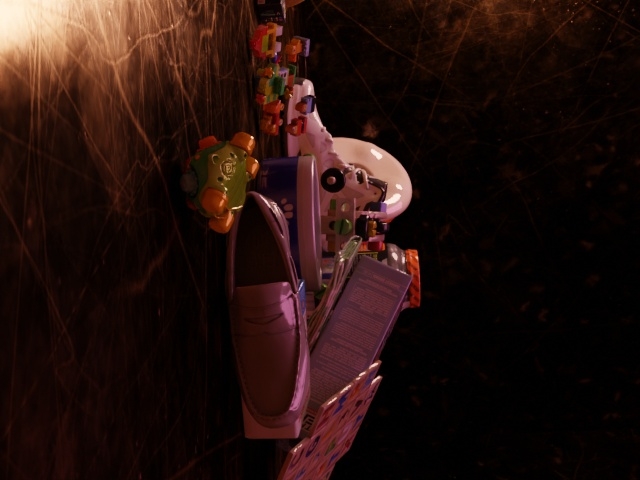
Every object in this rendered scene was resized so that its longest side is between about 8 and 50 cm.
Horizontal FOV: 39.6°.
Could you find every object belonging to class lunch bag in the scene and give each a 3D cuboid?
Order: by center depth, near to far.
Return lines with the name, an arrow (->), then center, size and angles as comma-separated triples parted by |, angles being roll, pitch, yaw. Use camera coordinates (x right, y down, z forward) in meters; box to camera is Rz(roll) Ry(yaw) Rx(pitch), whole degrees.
lunch bag -> -0.014, 0.091, 2.217 | 0.151, 0.129, 0.096 | 14, 73, -85

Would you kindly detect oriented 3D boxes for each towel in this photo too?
towel -> -0.006, 0.153, 1.744 | 0.248, 0.038, 0.324 | -45, 159, -78

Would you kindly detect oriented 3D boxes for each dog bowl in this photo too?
dog bowl -> -0.056, -0.031, 1.723 | 0.265, 0.104, 0.264 | -2, 90, -87

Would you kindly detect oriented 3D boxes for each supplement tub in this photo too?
supplement tub -> 0.104, 0.113, 2.483 | 0.207, 0.338, 0.207 | -2, 90, -87

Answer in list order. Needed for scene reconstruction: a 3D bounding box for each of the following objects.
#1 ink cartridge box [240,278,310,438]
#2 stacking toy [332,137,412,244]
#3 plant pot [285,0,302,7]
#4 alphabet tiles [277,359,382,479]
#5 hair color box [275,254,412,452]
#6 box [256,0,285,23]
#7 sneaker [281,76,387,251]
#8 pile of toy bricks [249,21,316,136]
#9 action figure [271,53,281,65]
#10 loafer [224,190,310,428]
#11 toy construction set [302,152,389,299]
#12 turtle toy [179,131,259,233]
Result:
ink cartridge box -> -0.069, 0.176, 1.343 | 0.148, 0.086, 0.203 | -66, 154, -71
stacking toy -> 0.051, -0.037, 2.687 | 0.350, 0.351, 0.479 | -90, -167, -47
plant pot -> -0.078, -0.566, 2.013 | 0.081, 0.083, 0.081 | -84, 171, -74
alphabet tiles -> 0.004, 0.348, 1.467 | 0.342, 0.011, 0.285 | -24, 140, -61
hair color box -> 0.045, 0.235, 1.712 | 0.374, 0.114, 0.185 | -61, 170, -23
box -> -0.100, -0.485, 1.798 | 0.083, 0.052, 0.062 | 70, 18, -77
sneaker -> 0.038, -0.192, 2.247 | 0.169, 0.258, 0.447 | -23, 110, -87
pile of toy bricks -> -0.083, -0.281, 1.628 | 0.105, 0.118, 0.212 | -32, 135, -50
action figure -> -0.101, -0.400, 1.969 | 0.038, 0.030, 0.115 | -101, -171, -73
loafer -> -0.080, 0.088, 1.189 | 0.111, 0.112, 0.319 | 66, 13, -68
toy construction set -> 0.000, 0.000, 1.951 | 0.308, 0.258, 0.237 | -63, 175, 9
turtle toy -> -0.113, -0.061, 0.956 | 0.130, 0.066, 0.095 | 88, 24, -66
